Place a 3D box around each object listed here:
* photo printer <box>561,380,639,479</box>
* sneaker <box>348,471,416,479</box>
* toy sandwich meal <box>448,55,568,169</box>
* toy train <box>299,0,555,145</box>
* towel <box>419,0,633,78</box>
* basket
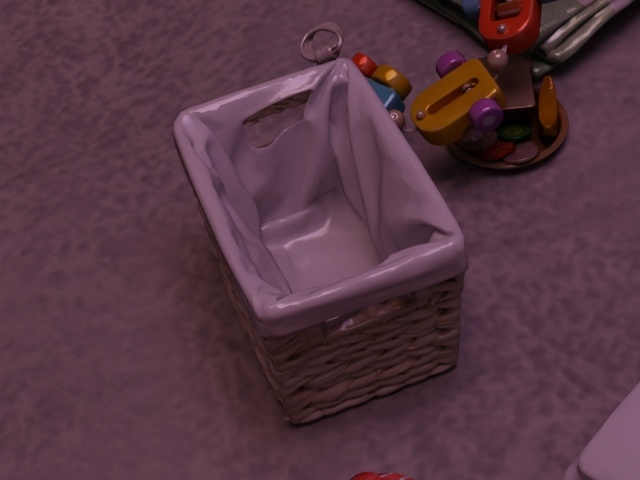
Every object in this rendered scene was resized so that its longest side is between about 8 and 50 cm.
[{"bbox_3d":[0.294,0.117,0.609,0.307,0.107,0.256,31,59,33],"label":"photo printer"},{"bbox_3d":[-0.034,0.158,0.617,0.270,0.090,0.145,20,50,4],"label":"sneaker"},{"bbox_3d":[0.113,-0.079,0.882,0.086,0.029,0.085,-5,46,5],"label":"toy sandwich meal"},{"bbox_3d":[0.069,-0.103,0.874,0.166,0.046,0.125,-12,54,24],"label":"toy train"},{"bbox_3d":[0.194,-0.251,1.030,0.325,0.038,0.248,-33,49,-18],"label":"towel"},{"bbox_3d":[0.000,0.000,0.777,0.113,0.103,0.167,-19,47,-8],"label":"basket"}]
